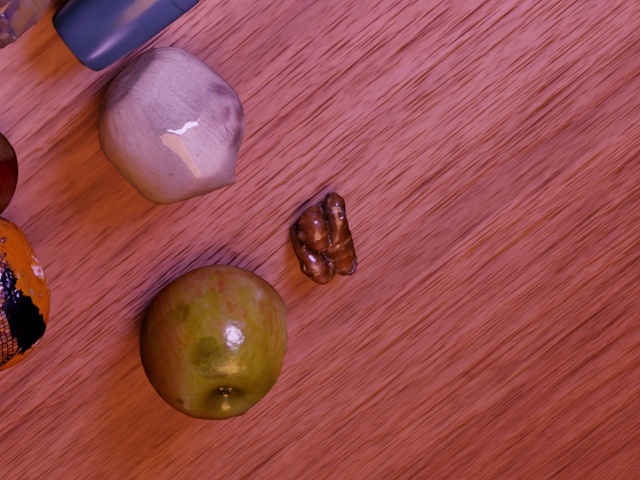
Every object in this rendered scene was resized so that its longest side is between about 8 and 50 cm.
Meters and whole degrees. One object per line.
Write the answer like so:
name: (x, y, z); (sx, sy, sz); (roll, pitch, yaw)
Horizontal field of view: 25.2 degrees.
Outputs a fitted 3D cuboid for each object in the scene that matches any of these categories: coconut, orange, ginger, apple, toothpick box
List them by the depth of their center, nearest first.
toothpick box: (-0.262, -0.312, 1.898); (0.184, 0.120, 0.120); (-37, 133, 9)
coconut: (-0.198, -0.154, 2.002); (0.224, 0.224, 0.224); (-13, 130, -16)
orange: (-0.480, 0.072, 2.017); (0.182, 0.234, 0.234); (-26, 133, -4)
apple: (-0.158, 0.169, 2.258); (0.246, 0.226, 0.246); (-13, 132, -14)
ginger: (0.000, 0.000, 2.309); (0.103, 0.073, 0.162); (-27, 128, -23)

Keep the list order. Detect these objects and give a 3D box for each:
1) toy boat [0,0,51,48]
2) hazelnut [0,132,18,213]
toy boat: (-0.526, -0.291, 1.738); (0.445, 0.162, 0.136); (-10, 161, 4)
hazelnut: (-0.513, -0.103, 1.926); (0.201, 0.170, 0.160); (20, 155, 3)
